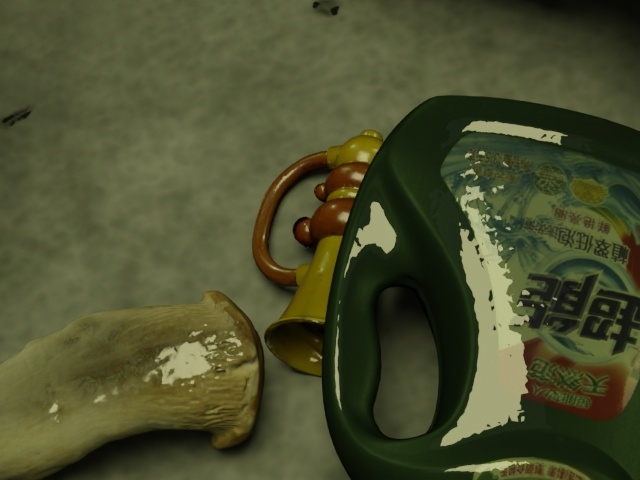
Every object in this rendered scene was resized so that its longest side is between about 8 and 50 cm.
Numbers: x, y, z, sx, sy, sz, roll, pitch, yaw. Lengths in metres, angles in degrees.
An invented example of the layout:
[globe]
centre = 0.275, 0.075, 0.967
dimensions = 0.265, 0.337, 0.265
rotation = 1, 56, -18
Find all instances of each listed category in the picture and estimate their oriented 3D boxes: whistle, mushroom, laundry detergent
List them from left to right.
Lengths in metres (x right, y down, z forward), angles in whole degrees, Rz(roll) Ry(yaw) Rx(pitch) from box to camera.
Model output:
[mushroom]
centre = -0.118, 0.070, 0.791
dimensions = 0.202, 0.054, 0.059
rotation = -16, 55, 9
[whistle]
centre = 0.003, 0.004, 0.813
dimensions = 0.046, 0.057, 0.109
rotation = 29, 51, -24
[laundry detergent]
centre = 0.068, 0.058, 0.738
dimensions = 0.144, 0.078, 0.221
rotation = 14, 66, 1
